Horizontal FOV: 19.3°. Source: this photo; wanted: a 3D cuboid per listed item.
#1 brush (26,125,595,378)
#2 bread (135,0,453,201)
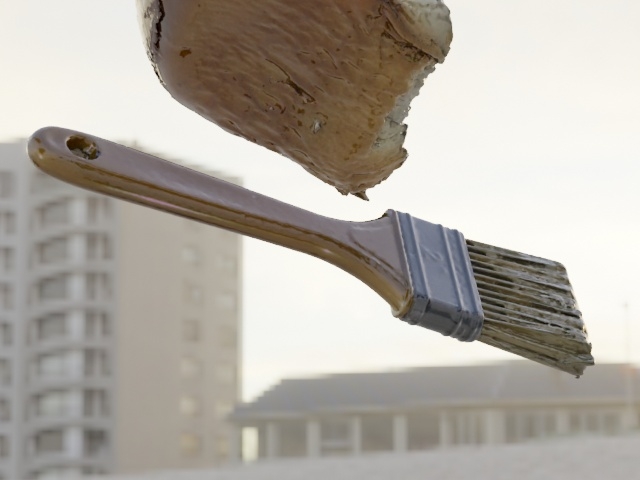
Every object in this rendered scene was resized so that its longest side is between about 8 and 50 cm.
[{"bbox_3d":[0.000,0.000,0.511,0.170,0.043,0.014,18,-56,-21],"label":"brush"},{"bbox_3d":[-0.016,-0.075,0.684,0.126,0.044,0.129,37,-39,7],"label":"bread"}]
